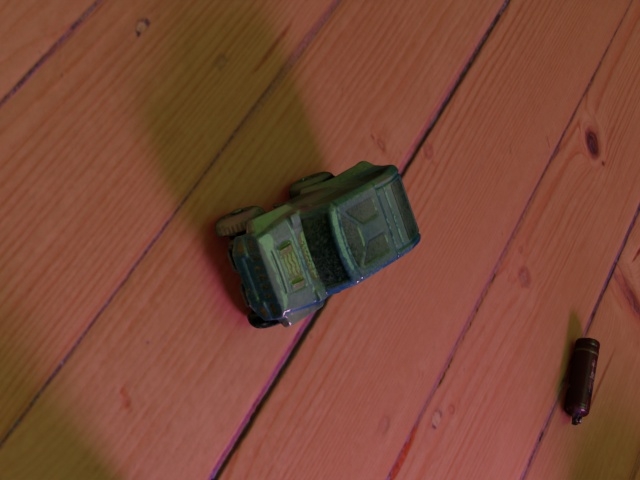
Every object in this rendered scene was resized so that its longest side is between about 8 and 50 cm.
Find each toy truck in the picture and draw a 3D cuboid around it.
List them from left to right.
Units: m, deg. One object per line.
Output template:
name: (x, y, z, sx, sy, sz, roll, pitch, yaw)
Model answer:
toy truck: (0.000, 0.000, 1.657, 0.279, 0.156, 0.155, -29, 103, -47)

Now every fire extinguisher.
fire extinguisher: (0.435, 0.241, 2.151, 0.064, 0.043, 0.158, 90, 14, -64)
